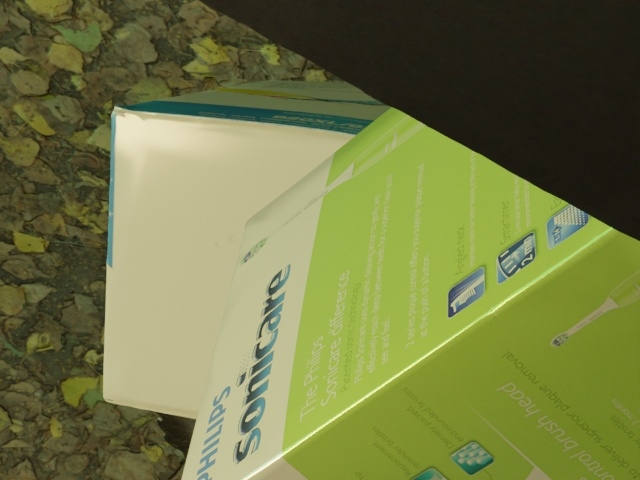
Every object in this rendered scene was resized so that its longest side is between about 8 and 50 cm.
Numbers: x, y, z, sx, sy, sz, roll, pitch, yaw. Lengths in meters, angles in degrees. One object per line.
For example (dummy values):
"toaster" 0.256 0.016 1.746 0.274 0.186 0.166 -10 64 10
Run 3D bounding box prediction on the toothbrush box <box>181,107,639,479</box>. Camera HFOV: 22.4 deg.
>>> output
"toothbrush box" 0.093 0.008 0.612 0.283 0.122 0.206 -36 23 25

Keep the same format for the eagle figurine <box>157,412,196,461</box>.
"eagle figurine" 0.005 0.212 1.131 0.225 0.226 0.298 2 92 51

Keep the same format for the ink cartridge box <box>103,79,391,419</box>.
"ink cartridge box" 0.000 0.000 0.962 0.233 0.168 0.171 -26 -59 -66

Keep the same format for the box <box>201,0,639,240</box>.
"box" 0.156 -0.206 0.356 0.312 0.179 0.343 -15 54 54
